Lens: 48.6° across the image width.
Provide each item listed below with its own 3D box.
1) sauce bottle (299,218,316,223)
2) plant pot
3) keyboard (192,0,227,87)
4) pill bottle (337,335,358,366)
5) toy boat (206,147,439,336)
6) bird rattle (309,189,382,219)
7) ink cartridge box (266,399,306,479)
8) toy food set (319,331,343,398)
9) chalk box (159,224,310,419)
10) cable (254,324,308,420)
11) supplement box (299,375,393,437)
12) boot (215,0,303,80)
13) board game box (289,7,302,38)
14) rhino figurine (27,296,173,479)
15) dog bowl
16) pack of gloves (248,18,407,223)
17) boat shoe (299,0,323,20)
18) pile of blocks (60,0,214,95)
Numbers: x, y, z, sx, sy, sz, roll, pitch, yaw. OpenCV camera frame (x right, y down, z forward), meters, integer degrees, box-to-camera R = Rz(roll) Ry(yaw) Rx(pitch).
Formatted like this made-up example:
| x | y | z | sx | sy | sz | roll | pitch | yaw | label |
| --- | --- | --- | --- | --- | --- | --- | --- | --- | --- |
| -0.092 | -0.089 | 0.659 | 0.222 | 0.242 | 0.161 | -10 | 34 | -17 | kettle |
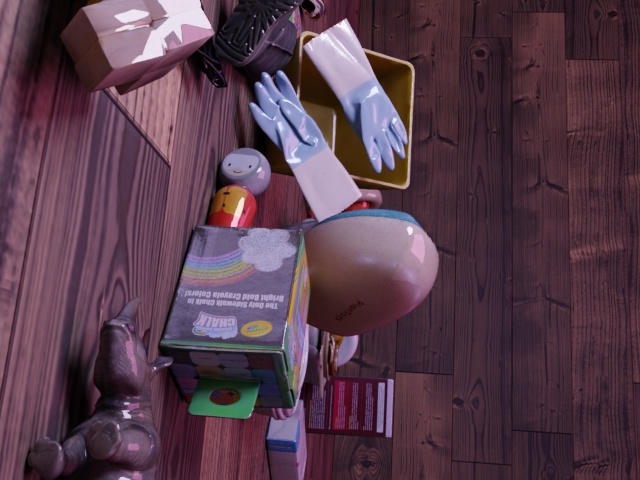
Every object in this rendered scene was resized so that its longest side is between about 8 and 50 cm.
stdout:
| x | y | z | sx | sy | sz | roll | pitch | yaw | label |
| --- | --- | --- | --- | --- | --- | --- | --- | --- | --- |
| 0.034 | 0.029 | 1.768 | 0.344 | 0.112 | 0.111 | 37 | 54 | -60 | sauce bottle |
| 0.011 | -0.189 | 1.173 | 0.187 | 0.212 | 0.212 | -11 | -107 | 60 | plant pot |
| -0.137 | -0.232 | 0.739 | 0.192 | 0.038 | 0.100 | 78 | -7 | -63 | keyboard |
| 0.027 | 0.205 | 1.800 | 0.264 | 0.153 | 0.153 | -65 | 157 | -74 | pill bottle |
| 0.000 | 0.000 | 0.943 | 0.267 | 0.318 | 0.148 | -37 | -148 | 49 | toy boat |
| 0.054 | -0.101 | 1.806 | 0.253 | 0.207 | 0.143 | 100 | -22 | -63 | bird rattle |
| -0.066 | 0.420 | 1.442 | 0.104 | 0.062 | 0.181 | -79 | 169 | -52 | ink cartridge box |
| 0.027 | 0.210 | 1.387 | 0.192 | 0.039 | 0.132 | -76 | 167 | -61 | toy food set |
| -0.090 | 0.105 | 0.790 | 0.132 | 0.133 | 0.212 | 85 | 11 | -51 | chalk box |
| -0.073 | 0.166 | 1.174 | 0.257 | 0.089 | 0.256 | -17 | 110 | -84 | cable |
| 0.042 | 0.372 | 1.597 | 0.073 | 0.240 | 0.130 | 75 | 18 | -74 | supplement box |
| -0.055 | -0.298 | 0.963 | 0.190 | 0.076 | 0.208 | -44 | 175 | 14 | boot |
| -0.058 | -0.381 | 1.360 | 0.259 | 0.039 | 0.124 | 75 | 18 | -62 | board game box |
| -0.152 | 0.156 | 0.506 | 0.106 | 0.073 | 0.243 | 68 | 23 | -66 | rhino figurine |
| -0.033 | 0.123 | 1.461 | 0.349 | 0.102 | 0.348 | 2 | 90 | -83 | dog bowl |
| 0.011 | -0.172 | 1.042 | 0.232 | 0.195 | 0.046 | 58 | -14 | -17 | pack of gloves |
| -0.023 | -0.515 | 1.549 | 0.137 | 0.049 | 0.043 | 58 | 38 | -75 | boat shoe |
| -0.130 | -0.260 | 0.527 | 0.113 | 0.149 | 0.361 | -19 | -131 | 50 | pile of blocks |
